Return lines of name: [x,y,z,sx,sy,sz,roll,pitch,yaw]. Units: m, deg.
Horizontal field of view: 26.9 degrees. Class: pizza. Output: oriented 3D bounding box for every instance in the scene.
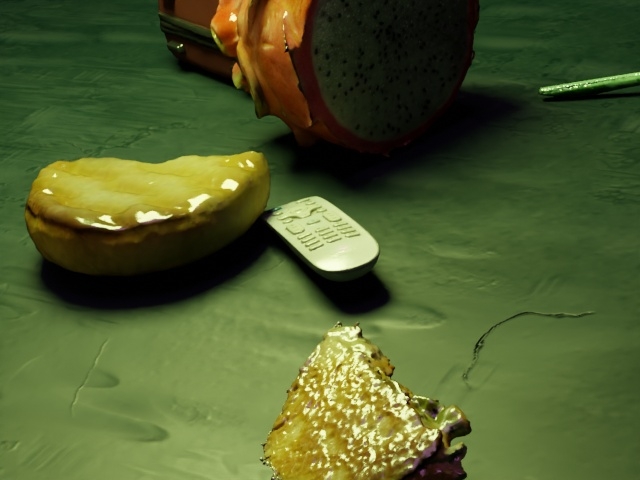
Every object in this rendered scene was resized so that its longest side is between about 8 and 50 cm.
pizza: [0.028,0.160,1.070,0.147,0.069,0.226,-41,31,-8]

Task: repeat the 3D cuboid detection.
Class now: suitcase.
suitcase: [-0.076,-0.331,1.895,0.236,0.161,0.297,-26,31,-28]

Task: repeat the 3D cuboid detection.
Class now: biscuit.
biscuit: [-0.199,-0.029,1.460,0.274,0.091,0.213,4,30,21]

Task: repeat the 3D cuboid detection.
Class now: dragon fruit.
dragon fruit: [0.014,-0.258,1.602,0.305,0.305,0.225,-28,30,-29]

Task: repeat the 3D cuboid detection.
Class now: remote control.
remote control: [0.000,0.000,1.392,0.073,0.044,0.229,-21,21,-14]

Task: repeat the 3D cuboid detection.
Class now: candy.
candy: [0.418,-0.200,1.590,0.323,0.097,0.097,-9,27,21]
